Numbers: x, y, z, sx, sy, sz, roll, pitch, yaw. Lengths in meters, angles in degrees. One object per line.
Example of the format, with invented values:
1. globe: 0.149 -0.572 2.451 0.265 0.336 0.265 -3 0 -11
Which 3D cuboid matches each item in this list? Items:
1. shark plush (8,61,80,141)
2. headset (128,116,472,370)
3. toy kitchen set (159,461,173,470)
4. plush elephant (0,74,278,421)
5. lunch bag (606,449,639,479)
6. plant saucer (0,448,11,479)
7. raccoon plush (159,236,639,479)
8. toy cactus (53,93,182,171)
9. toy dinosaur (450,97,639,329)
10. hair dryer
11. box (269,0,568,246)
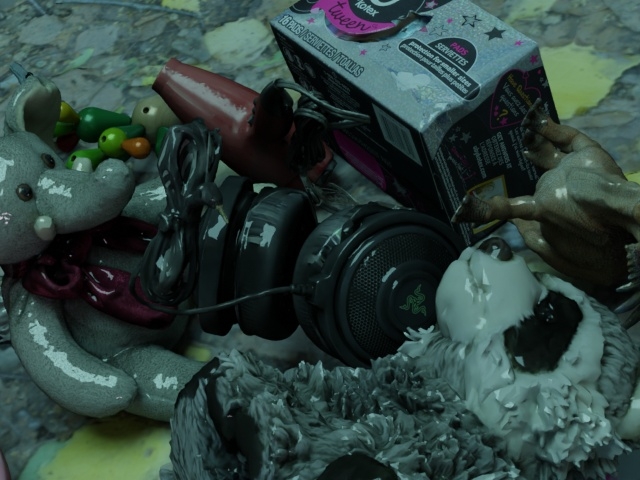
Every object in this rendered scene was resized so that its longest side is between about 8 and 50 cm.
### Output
1. shark plush: -0.297 -0.157 1.725 0.073 0.067 0.161 -24 42 0
2. headset: 0.000 0.000 1.231 0.243 0.185 0.394 12 9 33
3. toy kitchen set: 0.000 0.246 1.184 0.166 0.122 0.207 -22 63 0
4. plush elephant: -0.213 0.000 1.385 0.330 0.255 0.272 0 51 25
5. lunch bag: 0.327 0.130 1.077 0.223 0.160 0.262 37 69 22
6. plant saucer: -0.403 0.274 1.325 0.332 0.084 0.332 -11 44 11
7. raccoon plush: 0.063 0.214 1.041 0.299 0.446 0.216 -7 34 -27
8. toy cactus: -0.187 -0.097 1.614 0.219 0.112 0.180 8 32 32
9. toy dinosaur: 0.228 -0.008 1.279 0.200 0.295 0.127 33 91 10
10. hair dryer: -0.038 -0.112 1.452 0.293 0.224 0.080 20 63 37
11. box: 0.093 -0.138 1.467 0.142 0.163 0.247 -37 45 -13
